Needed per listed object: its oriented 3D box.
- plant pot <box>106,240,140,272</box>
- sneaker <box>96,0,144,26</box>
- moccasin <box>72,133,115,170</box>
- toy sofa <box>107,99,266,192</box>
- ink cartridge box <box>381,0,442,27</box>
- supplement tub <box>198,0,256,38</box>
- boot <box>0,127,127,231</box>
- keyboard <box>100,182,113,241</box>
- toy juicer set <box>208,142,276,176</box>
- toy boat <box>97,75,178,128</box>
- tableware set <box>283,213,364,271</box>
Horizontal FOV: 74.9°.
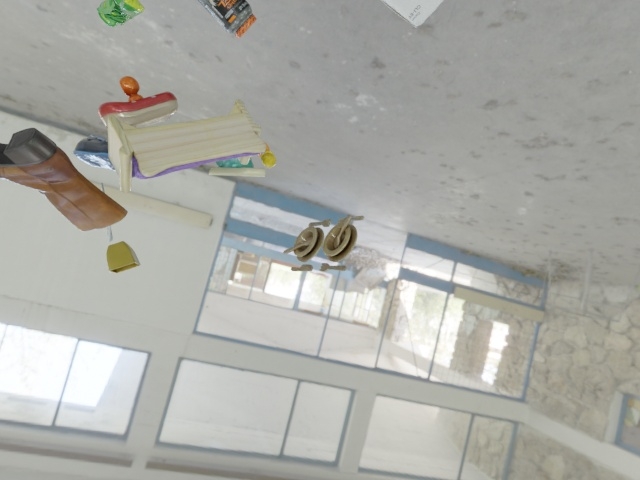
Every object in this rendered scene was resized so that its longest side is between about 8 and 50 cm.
[{"bbox_3d":[-0.635,0.050,1.331,0.081,0.083,0.081,-20,175,-14],"label":"plant pot"},{"bbox_3d":[-0.687,-0.786,1.428,0.109,0.123,0.295,38,177,-35],"label":"sneaker"},{"bbox_3d":[-0.682,-0.305,1.386,0.341,0.117,0.138,15,159,18],"label":"moccasin"},{"bbox_3d":[-0.331,-0.225,1.065,0.362,0.177,0.150,-22,163,-35],"label":"toy sofa"},{"bbox_3d":[0.339,-0.908,1.282,0.160,0.385,0.279,24,147,-22],"label":"ink cartridge box"},{"bbox_3d":[-0.308,-0.770,1.368,0.190,0.117,0.117,42,163,-24],"label":"supplement tub"},{"bbox_3d":[-0.642,-0.120,0.969,0.264,0.096,0.280,-14,144,10],"label":"boot"},{"bbox_3d":[-0.626,-0.087,1.216,0.014,0.072,0.256,-8,-147,-29],"label":"keyboard"},{"bbox_3d":[-0.266,-0.271,1.483,0.209,0.090,0.329,11,-144,-10],"label":"toy juicer set"},{"bbox_3d":[-0.569,-0.429,1.285,0.231,0.151,0.151,-33,-165,-34],"label":"toy boat"},{"bbox_3d":[0.000,0.000,0.881,0.039,0.128,0.194,33,158,-32],"label":"tableware set"}]
